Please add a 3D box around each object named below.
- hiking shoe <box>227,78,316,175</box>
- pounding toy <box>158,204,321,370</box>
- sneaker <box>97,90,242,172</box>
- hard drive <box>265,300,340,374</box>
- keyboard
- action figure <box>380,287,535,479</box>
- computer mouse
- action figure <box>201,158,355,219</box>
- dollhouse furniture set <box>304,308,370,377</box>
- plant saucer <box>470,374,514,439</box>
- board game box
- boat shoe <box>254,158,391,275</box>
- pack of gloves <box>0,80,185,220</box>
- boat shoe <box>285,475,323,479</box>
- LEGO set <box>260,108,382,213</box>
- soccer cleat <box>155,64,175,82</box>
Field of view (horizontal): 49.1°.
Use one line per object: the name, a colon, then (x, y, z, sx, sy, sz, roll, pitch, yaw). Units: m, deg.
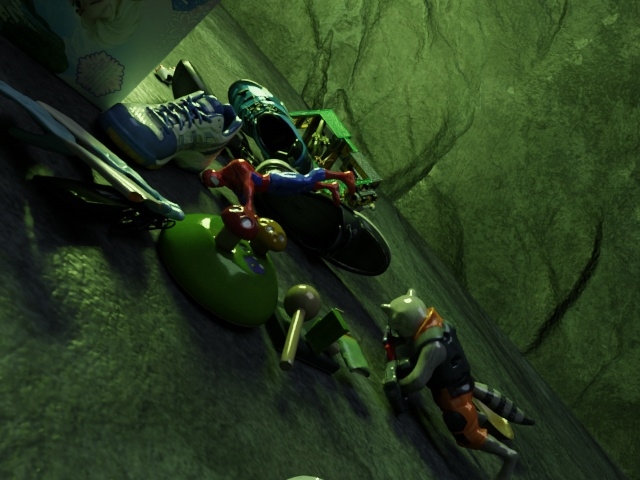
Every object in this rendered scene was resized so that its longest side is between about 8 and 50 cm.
hiking shoe: (-0.108, -0.254, 1.493, 0.304, 0.113, 0.132, 53, -7, 24)
pounding toy: (-0.083, 0.026, 0.905, 0.237, 0.110, 0.183, 41, 19, -7)
sneaker: (-0.222, -0.185, 1.078, 0.112, 0.131, 0.296, 52, 14, 6)
hard drive: (-0.031, 0.135, 1.012, 0.135, 0.022, 0.094, 35, 19, -46)
keyboard: (-0.243, -0.034, 0.816, 0.100, 0.038, 0.192, 28, 8, 17)
action figure: (0.222, 0.226, 1.261, 0.330, 0.178, 0.341, 56, 13, -11)
computer mouse: (-0.217, -0.235, 1.394, 0.272, 0.072, 0.188, 54, 4, -40)
action figure: (-0.073, -0.068, 1.233, 0.280, 0.091, 0.139, 6, 67, -27)
dollhouse furniture set: (0.040, 0.145, 1.031, 0.151, 0.058, 0.076, 31, 22, -53)
plant saucer: (0.356, 0.371, 1.575, 0.198, 0.036, 0.198, 46, 14, -14)
board game box: (-0.308, -0.383, 0.944, 0.318, 0.318, 0.066, 38, 18, -35)
boat shoe: (0.008, -0.025, 1.377, 0.340, 0.127, 0.113, 43, 15, -18)
pack of gloves: (-0.268, -0.087, 0.800, 0.232, 0.046, 0.195, 38, -1, 13)
boat shoe: (0.028, 0.316, 0.532, 0.301, 0.108, 0.102, 45, -27, 52)
LEGO set: (-0.024, -0.154, 1.668, 0.255, 0.192, 0.331, -24, 67, -46)
soccer cleat: (-0.314, -0.343, 1.463, 0.035, 0.029, 0.083, 59, 17, 5)
